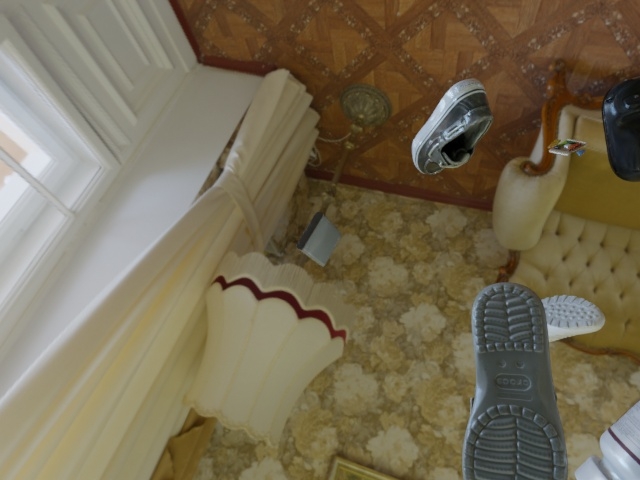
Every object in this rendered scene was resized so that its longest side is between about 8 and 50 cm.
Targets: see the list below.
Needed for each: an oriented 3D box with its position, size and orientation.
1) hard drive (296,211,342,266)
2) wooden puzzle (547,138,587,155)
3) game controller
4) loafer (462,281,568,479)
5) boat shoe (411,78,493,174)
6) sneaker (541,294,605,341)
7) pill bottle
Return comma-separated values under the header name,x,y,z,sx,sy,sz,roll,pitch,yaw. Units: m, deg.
name,x,y,z,sx,sy,sz,roll,pitch,yaw
hard drive,0.000,0.000,0.958,0.022,0.094,0.135,27,173,27
wooden puzzle,0.710,-0.271,1.182,0.116,0.079,0.014,33,154,56
game controller,0.614,-0.200,0.644,0.320,0.067,0.166,-13,106,4
loafer,0.207,0.172,0.432,0.095,0.250,0.087,2,172,32
boat shoe,0.305,-0.231,0.988,0.121,0.119,0.335,-12,161,-4
sneaker,0.545,0.192,0.961,0.094,0.090,0.235,48,153,-14
pill bottle,0.443,0.263,0.514,0.121,0.221,0.121,35,-168,-9
